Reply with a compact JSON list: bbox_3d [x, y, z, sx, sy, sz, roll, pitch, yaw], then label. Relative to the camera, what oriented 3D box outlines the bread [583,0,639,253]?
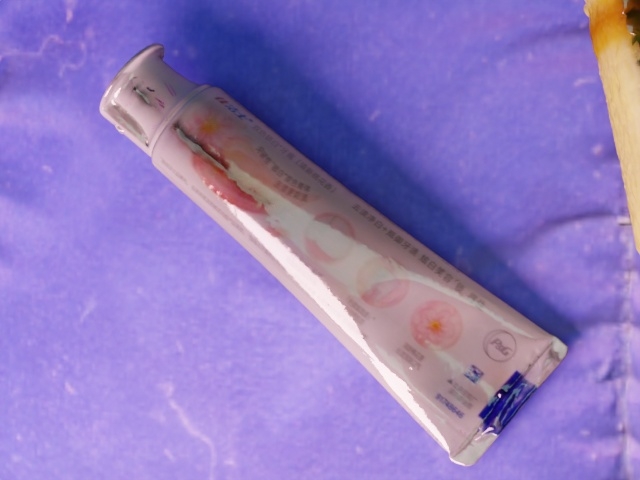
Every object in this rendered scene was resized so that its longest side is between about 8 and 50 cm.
[{"bbox_3d":[0.263,-0.128,1.003,0.236,0.198,0.263,-12,85,13],"label":"bread"}]

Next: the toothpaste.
[{"bbox_3d":[0.000,0.000,1.163,0.323,0.066,0.100,41,99,10],"label":"toothpaste"}]
